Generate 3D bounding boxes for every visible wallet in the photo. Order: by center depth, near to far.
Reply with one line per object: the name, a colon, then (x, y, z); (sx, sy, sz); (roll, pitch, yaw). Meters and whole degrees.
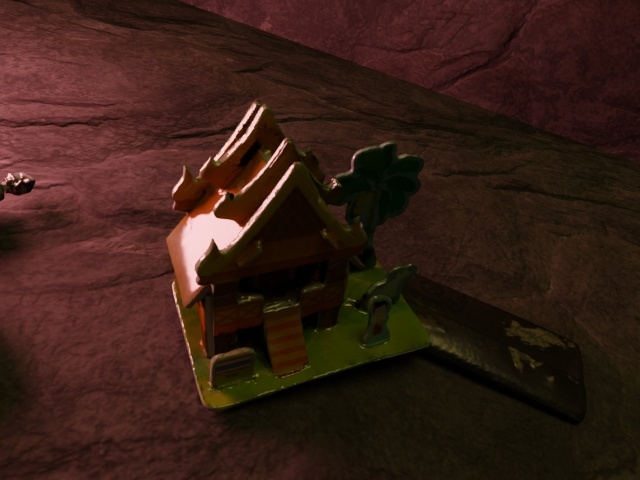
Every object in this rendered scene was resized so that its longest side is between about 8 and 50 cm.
wallet: (0.263, 0.152, 0.760); (0.321, 0.044, 0.170); (23, 35, 6)

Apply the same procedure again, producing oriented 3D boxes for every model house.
model house: (0.000, 0.000, 0.602); (0.358, 0.313, 0.242); (-8, 46, -21)

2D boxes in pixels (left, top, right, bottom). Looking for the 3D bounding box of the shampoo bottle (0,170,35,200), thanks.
shampoo bottle: (-0.557, -0.037, 0.650); (0.098, 0.071, 0.309); (30, 36, 21)
